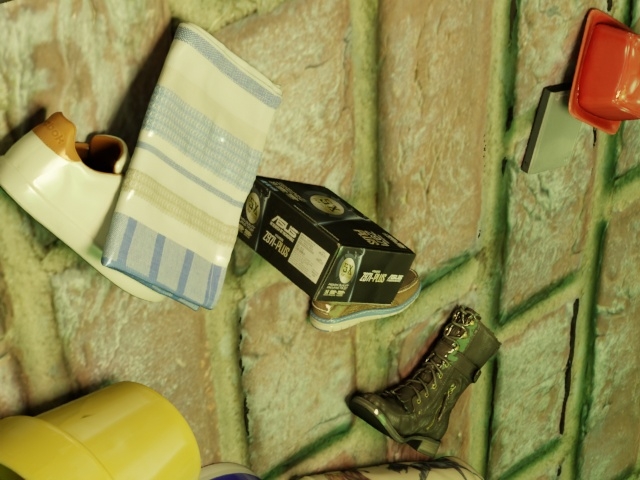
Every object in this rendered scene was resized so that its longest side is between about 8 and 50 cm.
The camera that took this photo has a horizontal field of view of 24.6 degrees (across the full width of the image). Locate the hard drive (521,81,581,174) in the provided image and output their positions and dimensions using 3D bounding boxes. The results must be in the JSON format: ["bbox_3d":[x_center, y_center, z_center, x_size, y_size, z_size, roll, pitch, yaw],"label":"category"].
[{"bbox_3d":[0.348,-0.168,2.163,0.094,0.022,0.135,-15,128,-39],"label":"hard drive"}]

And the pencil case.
[{"bbox_3d":[0.104,0.437,2.267,0.410,0.160,0.184,1,97,-47],"label":"pencil case"}]

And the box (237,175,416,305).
[{"bbox_3d":[0.000,0.000,1.797,0.147,0.180,0.077,7,114,-48],"label":"box"}]

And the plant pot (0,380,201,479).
[{"bbox_3d":[-0.276,0.290,1.707,0.239,0.254,0.254,-38,143,-45],"label":"plant pot"}]

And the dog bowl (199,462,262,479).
[{"bbox_3d":[-0.156,0.447,2.050,0.265,0.104,0.265,-27,136,-30],"label":"dog bowl"}]

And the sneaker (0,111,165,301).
[{"bbox_3d":[-0.224,-0.033,1.594,0.123,0.106,0.290,-47,141,-4],"label":"sneaker"}]

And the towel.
[{"bbox_3d":[-0.136,-0.077,1.625,0.209,0.034,0.285,33,71,-56],"label":"towel"}]

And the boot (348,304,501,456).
[{"bbox_3d":[0.165,0.198,2.224,0.229,0.091,0.263,-59,147,-1],"label":"boot"}]

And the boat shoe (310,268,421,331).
[{"bbox_3d":[0.068,0.068,2.018,0.183,0.066,0.066,-22,132,-34],"label":"boat shoe"}]

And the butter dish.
[{"bbox_3d":[0.445,-0.237,2.110,0.160,0.118,0.160,15,87,-51],"label":"butter dish"}]

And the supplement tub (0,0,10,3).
[{"bbox_3d":[-0.357,-0.243,1.290,0.198,0.106,0.106,-23,133,-34],"label":"supplement tub"}]
